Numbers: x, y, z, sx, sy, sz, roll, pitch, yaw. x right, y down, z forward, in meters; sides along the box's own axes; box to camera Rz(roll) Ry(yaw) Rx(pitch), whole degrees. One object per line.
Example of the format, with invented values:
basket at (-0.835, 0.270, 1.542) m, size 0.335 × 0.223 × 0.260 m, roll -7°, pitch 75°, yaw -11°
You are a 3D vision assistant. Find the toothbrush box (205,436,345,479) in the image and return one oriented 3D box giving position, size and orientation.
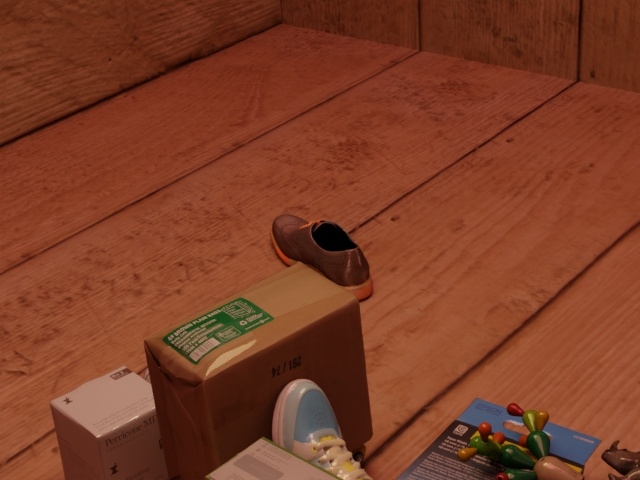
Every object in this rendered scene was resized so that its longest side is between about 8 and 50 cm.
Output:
toothbrush box at (-0.038, 0.450, 1.758) m, size 0.206 × 0.283 × 0.122 m, roll 20°, pitch 35°, yaw 38°

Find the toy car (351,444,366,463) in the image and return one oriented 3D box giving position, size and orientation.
toy car at (-0.017, 0.423, 2.051) m, size 0.239 × 0.053 × 0.225 m, roll -11°, pitch 29°, yaw -12°

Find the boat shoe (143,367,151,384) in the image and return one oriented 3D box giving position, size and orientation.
boat shoe at (-0.197, 0.269, 2.329) m, size 0.268 × 0.096 × 0.088 m, roll 4°, pitch 23°, yaw -3°

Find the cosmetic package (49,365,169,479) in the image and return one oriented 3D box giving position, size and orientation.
cosmetic package at (-0.340, 0.341, 2.110) m, size 0.151 × 0.183 × 0.151 m, roll -26°, pitch 35°, yaw -34°

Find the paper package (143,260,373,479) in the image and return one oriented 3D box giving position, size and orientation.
paper package at (-0.091, 0.240, 2.017) m, size 0.325 × 0.309 × 0.168 m, roll -26°, pitch 34°, yaw -32°

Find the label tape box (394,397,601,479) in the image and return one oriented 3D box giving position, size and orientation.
label tape box at (0.266, 0.406, 1.986) m, size 0.241 × 0.105 × 0.334 m, roll 16°, pitch 33°, yaw 32°

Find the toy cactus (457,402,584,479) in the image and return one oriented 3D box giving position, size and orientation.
toy cactus at (0.317, 0.330, 1.923) m, size 0.181 × 0.112 × 0.219 m, roll 21°, pitch 27°, yaw 22°

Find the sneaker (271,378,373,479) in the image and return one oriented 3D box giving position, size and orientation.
sneaker at (0.044, 0.352, 1.856) m, size 0.127 × 0.318 × 0.208 m, roll -8°, pitch -7°, yaw -40°

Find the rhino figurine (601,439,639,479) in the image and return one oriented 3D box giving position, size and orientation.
rhino figurine at (0.509, 0.387, 1.965) m, size 0.106 × 0.073 × 0.243 m, roll -11°, pitch 27°, yaw -4°

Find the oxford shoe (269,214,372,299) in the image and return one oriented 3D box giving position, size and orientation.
oxford shoe at (0.000, 0.000, 2.753) m, size 0.130 × 0.132 × 0.364 m, roll -20°, pitch 32°, yaw -27°
